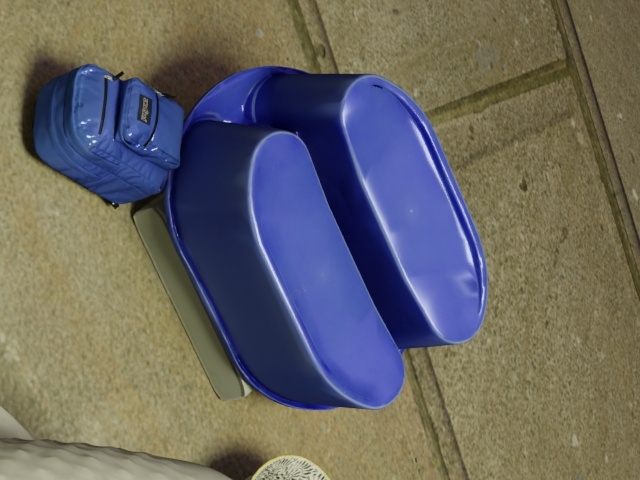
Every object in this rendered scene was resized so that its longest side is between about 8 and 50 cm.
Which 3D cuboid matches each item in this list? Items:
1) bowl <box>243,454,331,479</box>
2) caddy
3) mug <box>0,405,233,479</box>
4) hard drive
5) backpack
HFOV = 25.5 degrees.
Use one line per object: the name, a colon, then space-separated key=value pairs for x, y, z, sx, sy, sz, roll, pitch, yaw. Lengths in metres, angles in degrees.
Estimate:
bowl: x=-0.051 y=0.286 z=1.301 sx=0.170 sy=0.080 sz=0.170 roll=21 pitch=62 yaw=-49
caddy: x=0.000 y=0.000 z=1.320 sx=0.241 sy=0.179 sz=0.341 roll=-35 pitch=110 yaw=-30
mug: x=-0.236 y=0.231 z=0.946 sx=0.328 sy=0.276 sz=0.374 roll=20 pitch=32 yaw=-49
hard drive: x=-0.049 y=-0.002 z=1.436 sx=0.307 sy=0.040 sz=0.203 roll=-42 pitch=112 yaw=-51
backpack: x=-0.185 y=-0.102 z=1.238 sx=0.120 sy=0.101 sz=0.098 roll=28 pitch=51 yaw=-43
